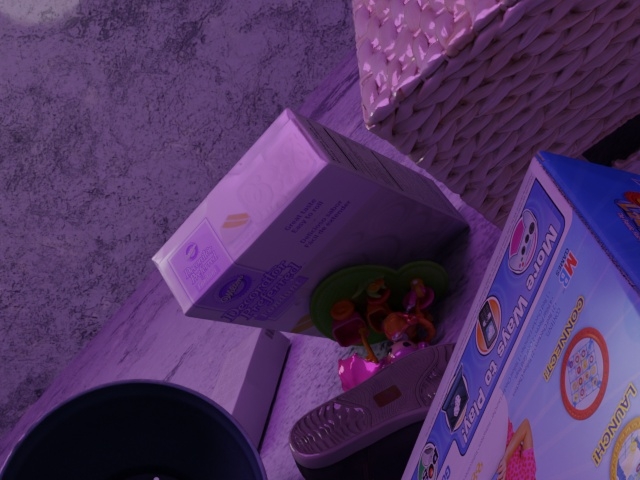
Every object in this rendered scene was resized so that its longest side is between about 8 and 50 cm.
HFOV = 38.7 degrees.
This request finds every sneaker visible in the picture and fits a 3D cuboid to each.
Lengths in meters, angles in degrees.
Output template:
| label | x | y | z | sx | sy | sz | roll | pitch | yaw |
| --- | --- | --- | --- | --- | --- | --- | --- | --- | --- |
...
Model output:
| label | x | y | z | sx | sy | sz | roll | pitch | yaw |
| --- | --- | --- | --- | --- | --- | --- | --- | --- | --- |
| sneaker | 0.087 | 0.182 | 0.862 | 0.222 | 0.118 | 0.083 | -22 | 34 | -2 |

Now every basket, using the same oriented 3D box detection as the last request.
| label | x | y | z | sx | sy | sz | roll | pitch | yaw |
| --- | --- | --- | --- | --- | --- | --- | --- | --- | --- |
| basket | 0.228 | -0.234 | 0.924 | 0.328 | 0.266 | 0.331 | -38 | 34 | 32 |

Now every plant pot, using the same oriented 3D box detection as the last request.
| label | x | y | z | sx | sy | sz | roll | pitch | yaw |
| --- | --- | --- | --- | --- | --- | --- | --- | --- | --- |
| plant pot | -0.204 | 0.327 | 1.031 | 0.293 | 0.293 | 0.196 | -58 | -10 | -25 |

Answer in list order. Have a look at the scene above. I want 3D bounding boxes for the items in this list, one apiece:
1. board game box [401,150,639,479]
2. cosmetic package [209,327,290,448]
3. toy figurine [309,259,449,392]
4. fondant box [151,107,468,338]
| label | x | y | z | sx | sy | sz | roll | pitch | yaw |
| --- | --- | --- | --- | --- | --- | --- | --- | --- | --- |
| board game box | 0.133 | 0.159 | 0.451 | 0.302 | 0.086 | 0.308 | -102 | 26 | -60 |
| cosmetic package | -0.115 | 0.231 | 1.331 | 0.099 | 0.060 | 0.239 | -39 | 19 | 31 |
| toy figurine | 0.077 | 0.117 | 1.025 | 0.173 | 0.130 | 0.159 | -22 | 37 | 11 |
| fondant box | 0.000 | 0.000 | 1.090 | 0.238 | 0.330 | 0.096 | -46 | 57 | 18 |
